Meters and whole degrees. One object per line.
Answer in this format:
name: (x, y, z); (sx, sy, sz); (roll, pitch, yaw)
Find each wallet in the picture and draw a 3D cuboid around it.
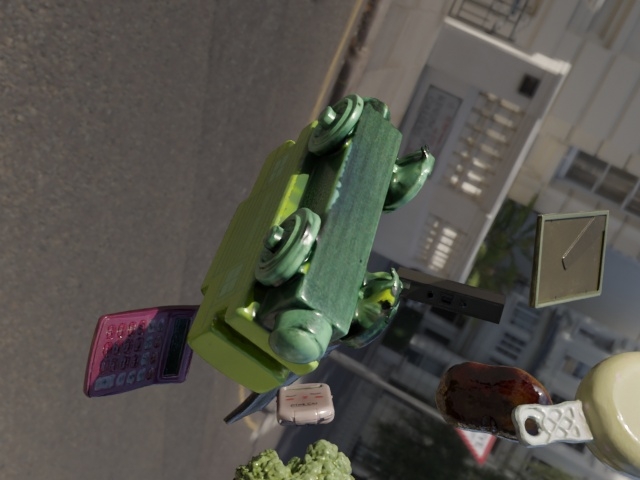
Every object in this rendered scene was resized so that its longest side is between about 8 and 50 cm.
wallet: (-0.074, 0.258, 1.559); (0.244, 0.025, 0.124); (-43, 164, 28)

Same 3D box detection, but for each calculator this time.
calculator: (-0.248, 0.151, 1.187); (0.190, 0.034, 0.127); (-1, 112, -50)
calculator: (-0.028, 0.286, 1.474); (0.175, 0.100, 0.032); (-112, -162, -82)

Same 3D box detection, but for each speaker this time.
speaker: (0.220, 0.094, 1.447); (0.046, 0.191, 0.040); (-51, 154, -66)

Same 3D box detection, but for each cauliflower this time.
cauliflower: (-0.038, 0.522, 1.551); (0.327, 0.260, 0.281); (-59, 153, 4)

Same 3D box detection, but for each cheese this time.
cheese: (0.347, 0.198, 1.020); (0.071, 0.248, 0.163); (122, -17, -56)

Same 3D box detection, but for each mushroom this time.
mushroom: (0.362, 0.291, 1.632); (0.217, 0.226, 0.148); (-14, 114, -56)

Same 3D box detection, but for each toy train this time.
toy train: (-0.016, -0.004, 1.117); (0.272, 0.179, 0.442); (-31, -151, 41)

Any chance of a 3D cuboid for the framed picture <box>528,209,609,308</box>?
framed picture: (0.408, 0.027, 1.375); (0.203, 0.015, 0.150); (-6, 102, -42)
